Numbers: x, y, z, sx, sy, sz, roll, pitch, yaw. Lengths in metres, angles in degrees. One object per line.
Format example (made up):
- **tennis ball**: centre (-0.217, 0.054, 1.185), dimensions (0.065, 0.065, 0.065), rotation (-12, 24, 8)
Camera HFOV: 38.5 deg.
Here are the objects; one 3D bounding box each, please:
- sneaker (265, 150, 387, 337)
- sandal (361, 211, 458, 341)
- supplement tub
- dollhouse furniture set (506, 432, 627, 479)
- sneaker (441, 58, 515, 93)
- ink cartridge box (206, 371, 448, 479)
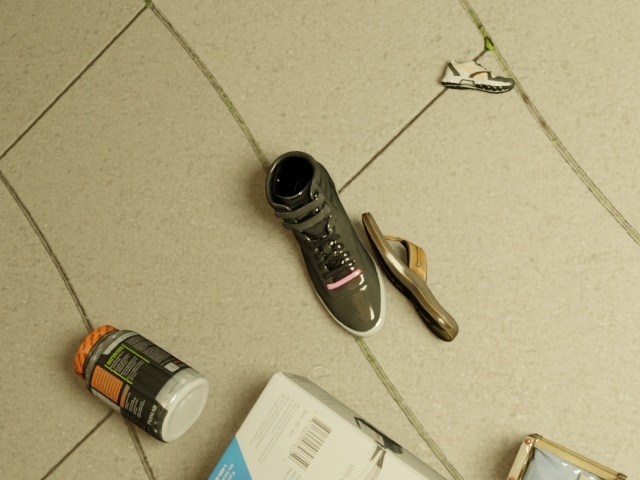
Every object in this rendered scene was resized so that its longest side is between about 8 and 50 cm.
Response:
- **sneaker**: centre (0.000, 0.000, 1.315), dimensions (0.104, 0.147, 0.296), rotation (-27, 70, 13)
- **sandal**: centre (0.133, 0.044, 1.298), dimensions (0.060, 0.090, 0.219), rotation (-36, 68, -8)
- **supplement tub**: centre (-0.274, 0.212, 1.390), dimensions (0.190, 0.117, 0.117), rotation (29, 90, 22)
- **dollhouse furniture set**: centre (0.289, 0.357, 1.155), dimensions (0.129, 0.129, 0.184), rotation (23, 88, 22)
- **sneaker**: centre (0.232, -0.242, 1.340), dimensions (0.109, 0.040, 0.044), rotation (12, 82, 21)
- **ink cartridge box**: centre (0.018, 0.358, 1.250), dimensions (0.307, 0.129, 0.223), rotation (33, 90, 22)
